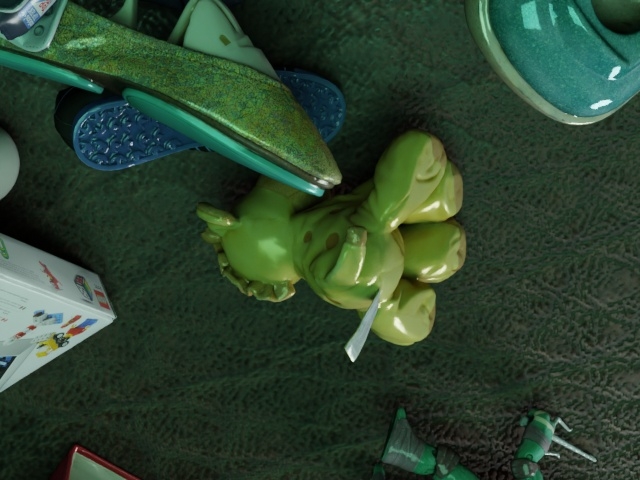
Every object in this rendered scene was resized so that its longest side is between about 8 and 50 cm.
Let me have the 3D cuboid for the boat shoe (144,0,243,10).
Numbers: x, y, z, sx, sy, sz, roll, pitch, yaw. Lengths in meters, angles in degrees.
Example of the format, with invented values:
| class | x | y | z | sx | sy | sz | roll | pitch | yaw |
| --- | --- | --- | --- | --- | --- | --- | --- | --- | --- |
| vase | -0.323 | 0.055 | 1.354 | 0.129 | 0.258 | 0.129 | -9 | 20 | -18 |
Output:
| class | x | y | z | sx | sy | sz | roll | pitch | yaw |
| --- | --- | --- | --- | --- | --- | --- | --- | --- | --- |
| boat shoe | -0.021 | -0.254 | 1.332 | 0.341 | 0.127 | 0.158 | 6 | 122 | 5 |

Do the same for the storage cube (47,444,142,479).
| class | x | y | z | sx | sy | sz | roll | pitch | yaw |
| --- | --- | --- | --- | --- | --- | --- | --- | --- | --- |
| storage cube | -0.198 | 0.338 | 1.563 | 0.215 | 0.183 | 0.193 | 33 | 111 | -15 |

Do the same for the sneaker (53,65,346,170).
| class | x | y | z | sx | sy | sz | roll | pitch | yaw |
| --- | --- | --- | --- | --- | --- | --- | --- | --- | --- |
| sneaker | -0.099 | -0.109 | 1.418 | 0.232 | 0.090 | 0.081 | -5 | 116 | -22 |

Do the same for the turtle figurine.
| class | x | y | z | sx | sy | sz | roll | pitch | yaw |
| --- | --- | --- | --- | --- | --- | --- | --- | --- | --- |
| turtle figurine | 0.161 | 0.234 | 1.562 | 0.234 | 0.118 | 0.175 | 18 | 107 | 0 |

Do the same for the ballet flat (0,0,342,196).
| class | x | y | z | sx | sy | sz | roll | pitch | yaw |
| --- | --- | --- | --- | --- | --- | --- | --- | --- | --- |
| ballet flat | -0.133 | -0.144 | 1.290 | 0.349 | 0.123 | 0.123 | 22 | 114 | 4 |

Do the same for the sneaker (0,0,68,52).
| class | x | y | z | sx | sy | sz | roll | pitch | yaw |
| --- | --- | --- | --- | --- | --- | --- | --- | --- | --- |
| sneaker | -0.148 | -0.216 | 1.199 | 0.282 | 0.099 | 0.153 | -4 | 75 | 8 |

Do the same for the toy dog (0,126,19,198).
| class | x | y | z | sx | sy | sz | roll | pitch | yaw |
| --- | --- | --- | --- | --- | --- | --- | --- | --- | --- |
| toy dog | -0.375 | -0.099 | 1.318 | 0.220 | 0.333 | 0.161 | -40 | 69 | -6 |

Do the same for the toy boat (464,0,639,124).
| class | x | y | z | sx | sy | sz | roll | pitch | yaw |
| --- | --- | --- | --- | --- | --- | --- | --- | --- | --- |
| toy boat | 0.272 | -0.178 | 1.323 | 0.318 | 0.148 | 0.267 | 38 | 80 | -28 |

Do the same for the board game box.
| class | x | y | z | sx | sy | sz | roll | pitch | yaw |
| --- | --- | --- | --- | --- | --- | --- | --- | --- | --- |
| board game box | -0.318 | 0.063 | 1.396 | 0.193 | 0.305 | 0.053 | -31 | 67 | 13 |

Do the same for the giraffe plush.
| class | x | y | z | sx | sy | sz | roll | pitch | yaw |
| --- | --- | --- | --- | --- | --- | --- | --- | --- | --- |
| giraffe plush | 0.000 | 0.000 | 1.434 | 0.171 | 0.210 | 0.181 | 14 | 131 | 29 |
